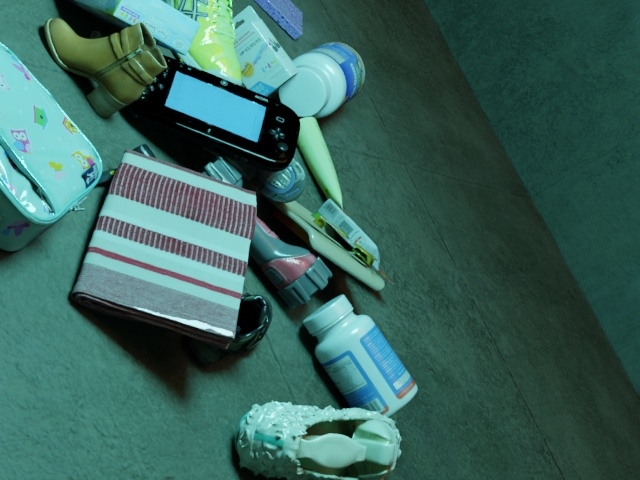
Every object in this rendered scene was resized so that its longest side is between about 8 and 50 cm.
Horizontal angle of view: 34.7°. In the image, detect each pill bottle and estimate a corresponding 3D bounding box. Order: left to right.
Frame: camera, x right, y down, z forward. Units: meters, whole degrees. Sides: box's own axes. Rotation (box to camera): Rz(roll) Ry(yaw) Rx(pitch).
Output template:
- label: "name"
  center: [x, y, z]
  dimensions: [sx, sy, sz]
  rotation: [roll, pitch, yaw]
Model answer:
- label: "pill bottle"
  center: [0.000, -0.368, 2.385]
  dimensions: [0.152, 0.152, 0.272]
  rotation: [54, 26, -6]
- label: "pill bottle"
  center: [0.067, 0.212, 1.856]
  dimensions: [0.221, 0.124, 0.124]
  rotation: [57, 25, -2]

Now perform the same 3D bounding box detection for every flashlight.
- label: "flashlight"
  center: [-0.108, -0.021, 1.852]
  dimensions: [0.304, 0.103, 0.103]
  rotation: [52, -1, -8]

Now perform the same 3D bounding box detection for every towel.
- label: "towel"
  center: [-0.224, 0.006, 1.557]
  dimensions: [0.237, 0.037, 0.329]
  rotation: [19, 42, -12]

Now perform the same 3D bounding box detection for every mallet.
- label: "mallet"
  center: [-0.328, -0.119, 1.654]
  dimensions: [0.190, 0.039, 0.062]
  rotation: [-16, 75, -60]

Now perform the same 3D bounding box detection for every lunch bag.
- label: "lunch bag"
  center: [-0.433, -0.131, 1.389]
  dimensions: [0.279, 0.108, 0.224]
  rotation: [51, 26, -12]

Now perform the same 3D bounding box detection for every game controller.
- label: "game controller"
  center: [-0.190, -0.232, 1.842]
  dimensions: [0.319, 0.067, 0.166]
  rotation: [21, 54, -12]

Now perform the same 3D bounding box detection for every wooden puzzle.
- label: "wooden puzzle"
  center: [0.000, 0.000, 2.014]
  dimensions: [0.221, 0.044, 0.238]
  rotation: [34, 8, -38]

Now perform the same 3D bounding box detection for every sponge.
- label: "sponge"
  center: [-0.125, -0.611, 2.591]
  dimensions: [0.210, 0.031, 0.117]
  rotation: [42, 29, -29]

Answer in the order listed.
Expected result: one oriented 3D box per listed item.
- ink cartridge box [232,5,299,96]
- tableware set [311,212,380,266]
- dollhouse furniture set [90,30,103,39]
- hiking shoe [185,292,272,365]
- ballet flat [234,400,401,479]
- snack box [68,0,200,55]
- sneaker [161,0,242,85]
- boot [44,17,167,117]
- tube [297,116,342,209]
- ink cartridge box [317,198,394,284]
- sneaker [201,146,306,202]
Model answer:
- label: "ink cartridge box"
  center: [-0.145, -0.406, 2.228]
  dimensions: [0.181, 0.104, 0.061]
  rotation: [53, 25, -5]
- label: "tableware set"
  center: [0.045, 0.000, 1.982]
  dimensions: [0.154, 0.024, 0.104]
  rotation: [37, 3, -12]
- label: "dollhouse furniture set"
  center: [-0.372, -0.298, 1.813]
  dimensions: [0.081, 0.091, 0.114]
  rotation: [93, 8, -61]
- label: "hiking shoe"
  center: [-0.115, 0.130, 1.639]
  dimensions: [0.086, 0.114, 0.227]
  rotation: [58, 26, -1]
- label: "ballet flat"
  center: [0.035, 0.338, 1.631]
  dimensions: [0.409, 0.147, 0.147]
  rotation: [15, 47, -50]
- label: "snack box"
  center: [-0.342, -0.408, 1.801]
  dimensions: [0.207, 0.070, 0.174]
  rotation: [26, 2, 42]
- label: "sneaker"
  center: [-0.241, -0.480, 2.098]
  dimensions: [0.145, 0.147, 0.384]
  rotation: [8, 55, -60]
- label: "boot"
  center: [-0.353, -0.319, 1.700]
  dimensions: [0.197, 0.152, 0.073]
  rotation: [54, 26, -6]
- label: "tube"
  center: [0.004, -0.158, 2.255]
  dimensions: [0.070, 0.062, 0.240]
  rotation: [0, 60, -50]
- label: "ink cartridge box"
  center: [0.087, 0.003, 2.156]
  dimensions: [0.179, 0.045, 0.145]
  rotation: [39, 5, -39]
- label: "sneaker"
  center: [-0.150, -0.176, 1.965]
  dimensions: [0.297, 0.111, 0.129]
  rotation: [46, -1, 4]
